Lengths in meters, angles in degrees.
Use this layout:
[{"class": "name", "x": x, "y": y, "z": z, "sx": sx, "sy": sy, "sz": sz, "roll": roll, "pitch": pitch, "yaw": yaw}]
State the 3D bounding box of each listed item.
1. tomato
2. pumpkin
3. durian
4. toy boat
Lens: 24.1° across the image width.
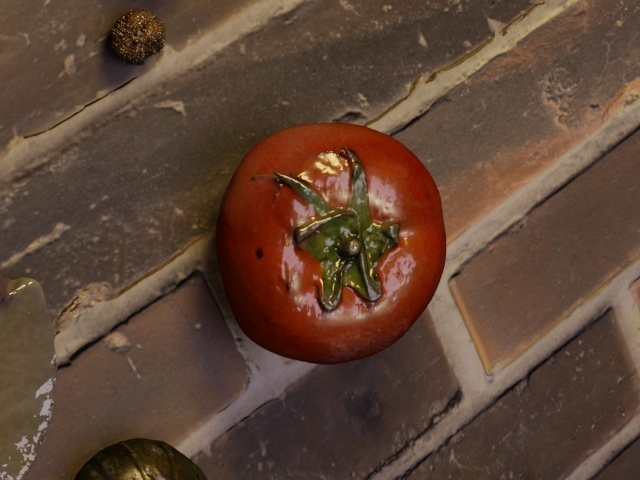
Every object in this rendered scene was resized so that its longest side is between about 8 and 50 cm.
[{"class": "tomato", "x": 0.000, "y": 0.000, "z": 2.098, "sx": 0.341, "sy": 0.273, "sz": 0.341, "roll": -3, "pitch": 97, "yaw": -20}, {"class": "pumpkin", "x": -0.245, "y": 0.380, "z": 2.047, "sx": 0.223, "sy": 0.157, "sz": 0.224, "roll": -13, "pitch": 115, "yaw": -30}, {"class": "durian", "x": -0.243, "y": -0.270, "z": 1.999, "sx": 0.080, "sy": 0.091, "sz": 0.080, "roll": -2, "pitch": 101, "yaw": -10}, {"class": "toy boat", "x": -0.448, "y": 0.164, "z": 1.924, "sx": 0.293, "sy": 0.111, "sz": 0.276, "roll": 38, "pitch": 74, "yaw": -45}]
